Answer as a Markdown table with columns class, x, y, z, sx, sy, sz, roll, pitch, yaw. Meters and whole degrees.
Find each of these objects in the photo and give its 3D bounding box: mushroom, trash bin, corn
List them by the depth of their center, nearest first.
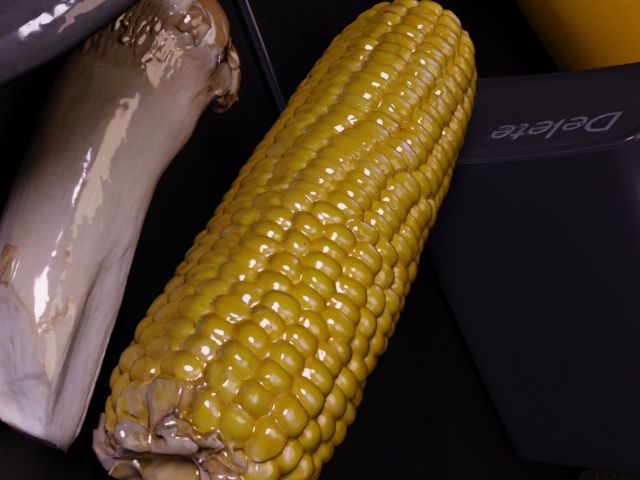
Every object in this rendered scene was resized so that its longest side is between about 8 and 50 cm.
| class | x | y | z | sx | sy | sz | roll | pitch | yaw |
| --- | --- | --- | --- | --- | --- | --- | --- | --- | --- |
| mushroom | -0.093 | -0.018 | 0.523 | 0.084 | 0.071 | 0.209 | 69 | 37 | -67 |
| corn | 0.000 | 0.000 | 0.597 | 0.106 | 0.106 | 0.305 | 54 | 49 | -31 |
| trash bin | 0.160 | 0.021 | 0.729 | 0.115 | 0.165 | 0.225 | -42 | 120 | -42 |

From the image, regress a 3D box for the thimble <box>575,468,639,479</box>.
| class | x | y | z | sx | sy | sz | roll | pitch | yaw |
| --- | --- | --- | --- | --- | --- | --- | --- | --- | --- |
| thimble | 0.213 | 0.190 | 0.845 | 0.110 | 0.062 | 0.084 | -44 | 120 | -40 |

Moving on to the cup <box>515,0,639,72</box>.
| class | x | y | z | sx | sy | sz | roll | pitch | yaw |
| --- | --- | --- | --- | --- | --- | --- | --- | --- | --- |
| cup | 0.178 | -0.206 | 0.757 | 0.279 | 0.196 | 0.196 | 54 | 50 | -41 |

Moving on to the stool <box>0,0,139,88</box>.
| class | x | y | z | sx | sy | sz | roll | pitch | yaw |
| --- | --- | --- | --- | --- | --- | --- | --- | --- | --- |
| stool | -0.145 | -0.110 | 0.404 | 0.228 | 0.153 | 0.139 | -51 | 123 | -37 |
